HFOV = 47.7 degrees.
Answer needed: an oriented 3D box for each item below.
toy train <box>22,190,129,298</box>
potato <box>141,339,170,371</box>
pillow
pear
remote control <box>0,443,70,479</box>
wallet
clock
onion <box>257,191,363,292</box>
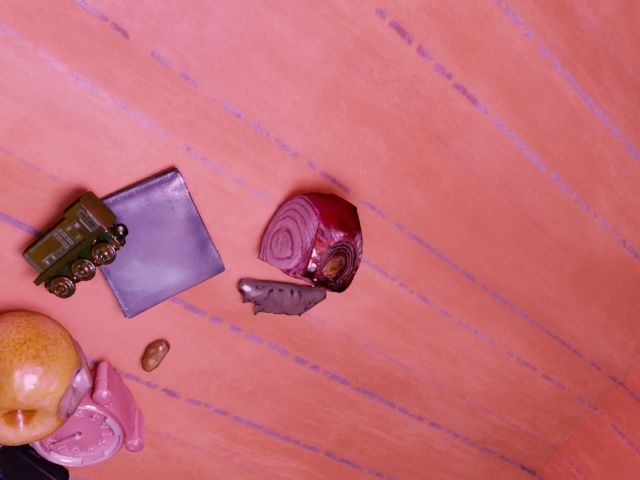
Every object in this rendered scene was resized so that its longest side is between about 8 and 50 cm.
[{"bbox_3d":[-0.495,0.015,1.454,0.225,0.090,0.137,-36,108,15],"label":"toy train"},{"bbox_3d":[-0.390,0.268,1.702,0.046,0.045,0.092,38,104,2],"label":"potato"},{"bbox_3d":[-0.096,0.145,1.759,0.241,0.051,0.093,7,115,-30],"label":"pillow"},{"bbox_3d":[-0.609,0.272,1.473,0.271,0.271,0.271,-11,122,-18],"label":"pear"},{"bbox_3d":[-0.746,0.489,1.658,0.144,0.062,0.399,-39,126,0],"label":"remote control"},{"bbox_3d":[-0.363,0.012,1.560,0.251,0.054,0.291,-27,125,-7],"label":"wallet"},{"bbox_3d":[-0.553,0.407,1.663,0.241,0.142,0.227,-21,125,-1],"label":"clock"},{"bbox_3d":[0.004,0.001,1.633,0.207,0.216,0.206,24,90,-44],"label":"onion"}]
